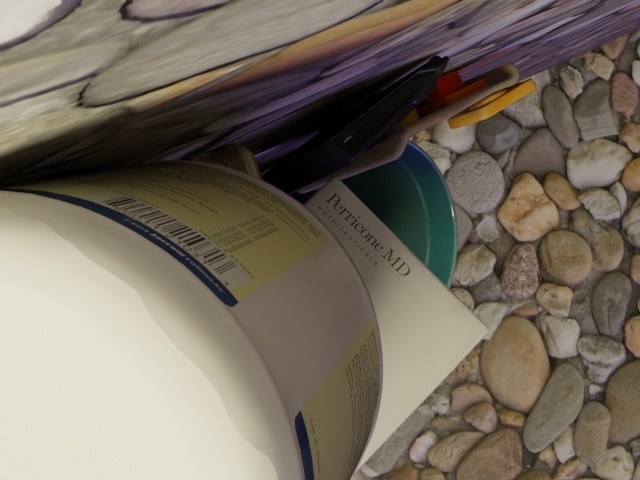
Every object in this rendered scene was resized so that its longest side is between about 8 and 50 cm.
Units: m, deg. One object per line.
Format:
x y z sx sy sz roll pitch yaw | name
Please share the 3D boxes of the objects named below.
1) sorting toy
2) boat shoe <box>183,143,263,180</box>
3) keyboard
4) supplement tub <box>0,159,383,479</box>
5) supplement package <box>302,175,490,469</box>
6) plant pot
0.080 -0.124 1.047 0.196 0.047 0.348 -34 -169 -35 | sorting toy
-0.086 -0.033 0.726 0.048 0.056 0.153 -22 -169 -28 | boat shoe
-0.015 -0.059 0.869 0.201 0.033 0.317 -39 -174 -14 | keyboard
-0.095 0.081 0.520 0.235 0.235 0.325 -23 -178 13 | supplement tub
-0.045 0.124 0.820 0.293 0.177 0.175 -43 174 -23 | supplement package
0.000 0.000 1.403 0.272 0.271 0.255 -26 -163 -40 | plant pot
